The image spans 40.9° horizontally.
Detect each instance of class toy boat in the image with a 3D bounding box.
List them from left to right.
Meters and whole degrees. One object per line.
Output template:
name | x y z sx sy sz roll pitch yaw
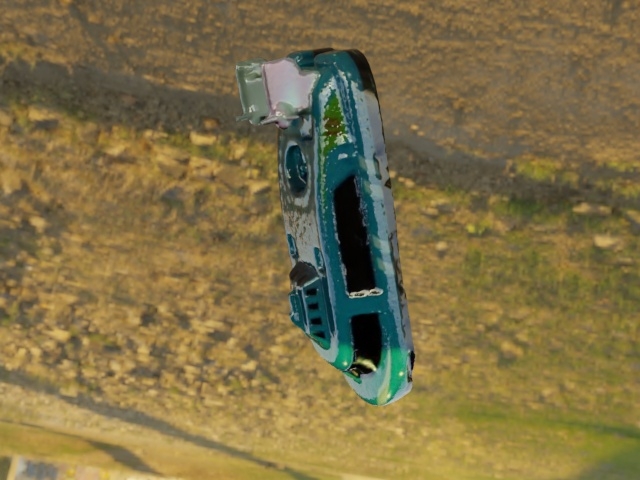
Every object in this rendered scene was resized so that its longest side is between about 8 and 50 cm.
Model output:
toy boat | 0.000 0.000 0.689 0.092 0.299 0.134 -15 -163 -20
